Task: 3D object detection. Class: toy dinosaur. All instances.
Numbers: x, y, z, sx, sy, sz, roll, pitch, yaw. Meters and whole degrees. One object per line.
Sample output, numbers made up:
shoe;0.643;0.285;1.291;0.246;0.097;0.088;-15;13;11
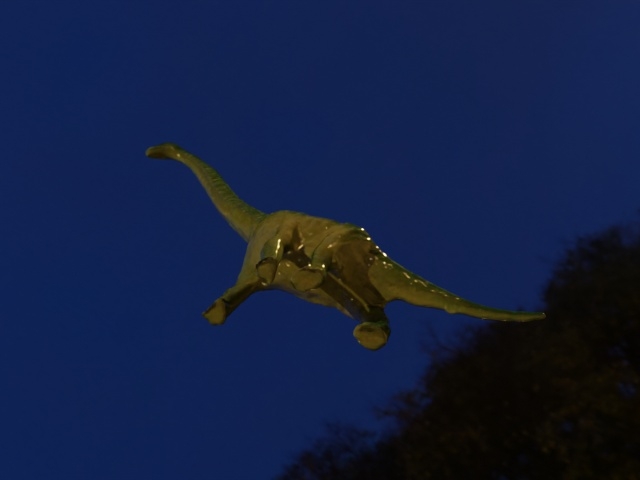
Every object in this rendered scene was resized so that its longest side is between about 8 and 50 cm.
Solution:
toy dinosaur;0.000;0.000;1.293;0.447;0.301;0.087;12;-68;7
